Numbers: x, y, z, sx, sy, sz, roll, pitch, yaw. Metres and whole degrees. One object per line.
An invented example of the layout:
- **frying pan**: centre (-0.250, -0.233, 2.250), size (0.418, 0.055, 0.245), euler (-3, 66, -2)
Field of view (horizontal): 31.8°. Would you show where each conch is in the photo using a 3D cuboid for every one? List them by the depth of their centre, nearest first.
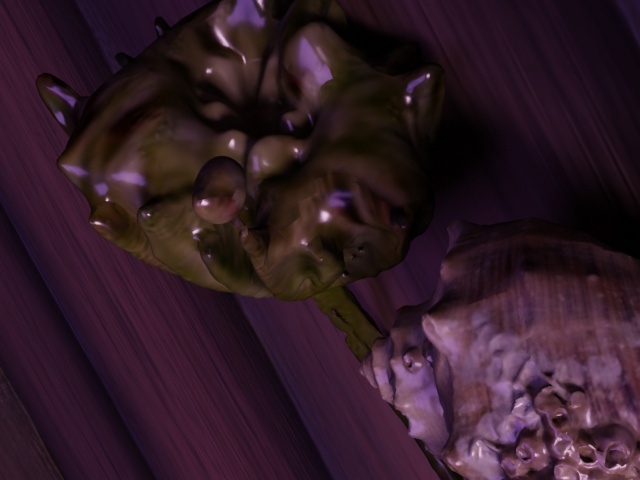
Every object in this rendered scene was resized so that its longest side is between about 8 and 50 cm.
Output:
- **conch**: centre (0.131, 0.080, 0.461), size (0.245, 0.163, 0.178), euler (1, 158, 27)

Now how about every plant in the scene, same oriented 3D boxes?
- **plant**: centre (-0.028, 0.020, 0.639), size (0.251, 0.180, 0.333), euler (48, 156, 42)
